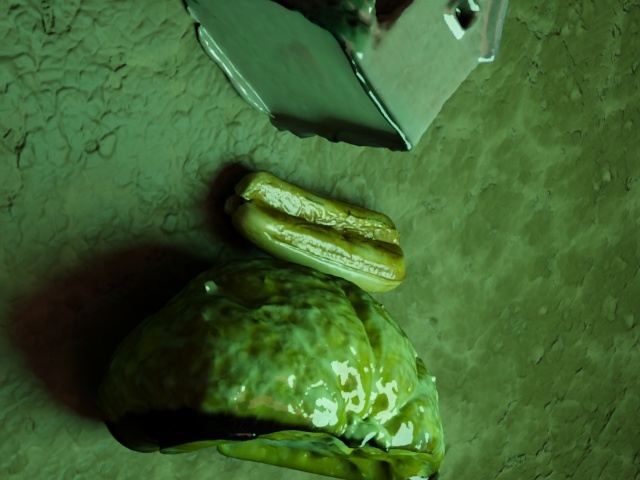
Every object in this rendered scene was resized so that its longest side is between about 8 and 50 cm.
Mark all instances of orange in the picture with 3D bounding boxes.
[{"bbox_3d":[-0.043,0.130,1.300,0.369,0.271,0.210,17,65,-42],"label":"orange"}]

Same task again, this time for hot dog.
[{"bbox_3d":[0.000,0.000,1.386,0.249,0.102,0.076,18,136,-39],"label":"hot dog"}]

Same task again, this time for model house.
[{"bbox_3d":[0.038,-0.238,1.230,0.237,0.237,0.202,-50,123,-18],"label":"model house"}]
